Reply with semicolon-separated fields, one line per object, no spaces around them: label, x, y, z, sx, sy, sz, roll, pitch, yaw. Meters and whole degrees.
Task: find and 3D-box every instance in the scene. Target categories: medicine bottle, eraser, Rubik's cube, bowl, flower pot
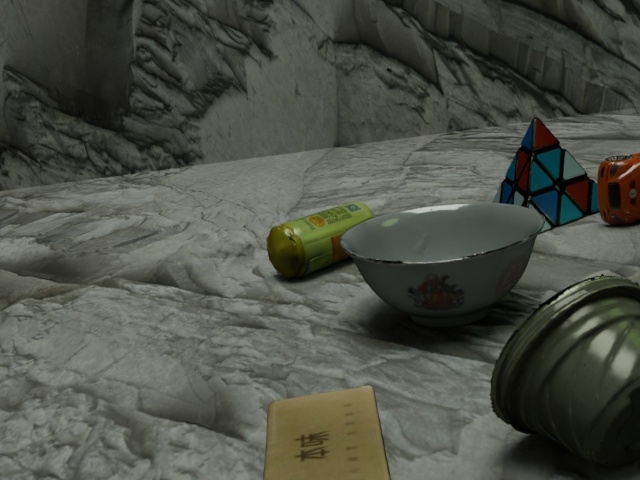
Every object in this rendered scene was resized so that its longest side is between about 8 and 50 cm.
medicine bottle;0.000;0.000;1.918;0.239;0.124;0.124;-20;20;-33
eraser;0.010;0.274;1.018;0.144;0.078;0.343;-10;16;0
Rubik's cube;0.467;-0.104;1.977;0.285;0.249;0.234;5;39;26
bowl;0.212;0.050;1.552;0.346;0.157;0.345;-7;16;2
flower pot;0.324;0.167;1.048;0.236;0.235;0.140;-15;41;-23

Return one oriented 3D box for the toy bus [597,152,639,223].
toy bus;0.745;-0.124;1.916;0.330;0.142;0.153;-13;16;-20
